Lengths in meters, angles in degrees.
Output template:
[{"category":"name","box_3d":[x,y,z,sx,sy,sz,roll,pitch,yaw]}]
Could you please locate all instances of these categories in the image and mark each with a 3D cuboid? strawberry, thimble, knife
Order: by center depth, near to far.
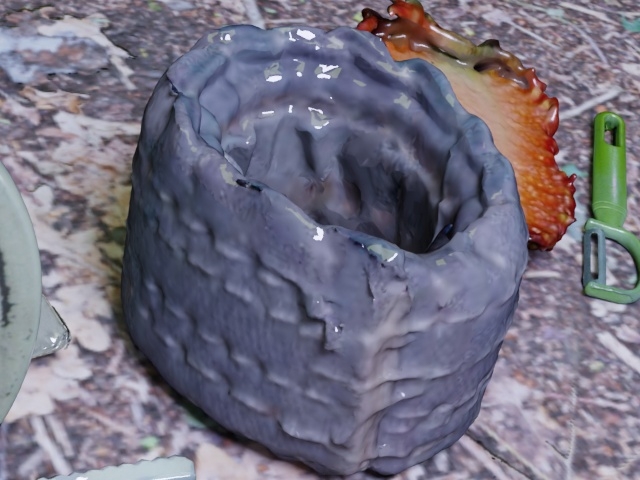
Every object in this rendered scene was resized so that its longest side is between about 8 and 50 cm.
[{"category":"thimble","box_3d":[0.000,0.000,0.790,0.205,0.172,0.236,-8,46,-20]},{"category":"strawberry","box_3d":[0.078,-0.061,0.949,0.167,0.087,0.208,21,41,-16]},{"category":"knife","box_3d":[0.210,-0.027,1.003,0.054,0.015,0.212,14,39,-1]}]

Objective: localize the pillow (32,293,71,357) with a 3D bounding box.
[{"category":"pillow","box_3d":[-0.243,0.005,0.807,0.128,0.051,0.229,-19,51,-30]}]

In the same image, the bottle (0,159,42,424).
[{"category":"bottle","box_3d":[-0.309,-0.015,0.655,0.229,0.229,0.351,-22,34,-36]}]

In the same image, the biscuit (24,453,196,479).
[{"category":"biscuit","box_3d":[-0.106,0.220,0.568,0.186,0.079,0.309,-4,41,-15]}]
